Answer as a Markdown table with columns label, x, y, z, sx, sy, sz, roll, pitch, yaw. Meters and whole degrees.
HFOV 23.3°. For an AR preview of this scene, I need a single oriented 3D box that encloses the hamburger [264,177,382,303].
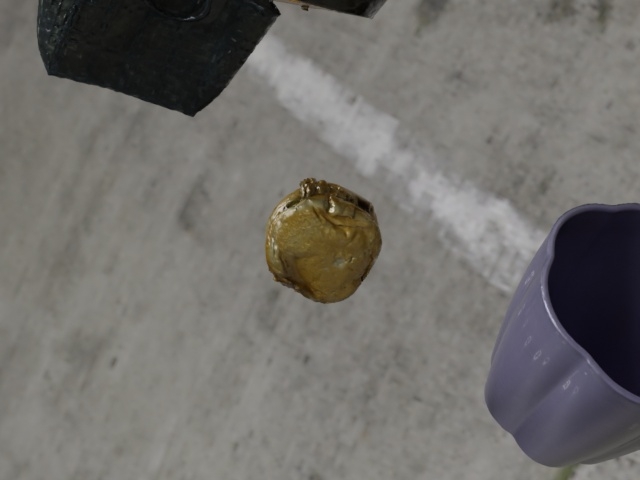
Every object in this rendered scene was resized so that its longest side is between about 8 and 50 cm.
| label | x | y | z | sx | sy | sz | roll | pitch | yaw |
| --- | --- | --- | --- | --- | --- | --- | --- | --- | --- |
| hamburger | 0.000 | 0.000 | 1.899 | 0.147 | 0.138 | 0.083 | -62 | 20 | 18 |

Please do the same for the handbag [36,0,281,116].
| label | x | y | z | sx | sy | sz | roll | pitch | yaw |
| --- | --- | --- | --- | --- | --- | --- | --- | --- | --- |
| handbag | -0.196 | -0.246 | 1.731 | 0.089 | 0.270 | 0.175 | -93 | 27 | -45 |

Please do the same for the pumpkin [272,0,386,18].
| label | x | y | z | sx | sy | sz | roll | pitch | yaw |
| --- | --- | --- | --- | --- | --- | --- | --- | --- | --- |
| pumpkin | -0.033 | -0.316 | 1.634 | 0.280 | 0.190 | 0.139 | 18 | 98 | 56 |

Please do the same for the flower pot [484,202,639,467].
| label | x | y | z | sx | sy | sz | roll | pitch | yaw |
| --- | --- | --- | --- | --- | --- | --- | --- | --- | --- |
| flower pot | 0.315 | 0.123 | 1.735 | 0.243 | 0.265 | 0.265 | 122 | 159 | -53 |
